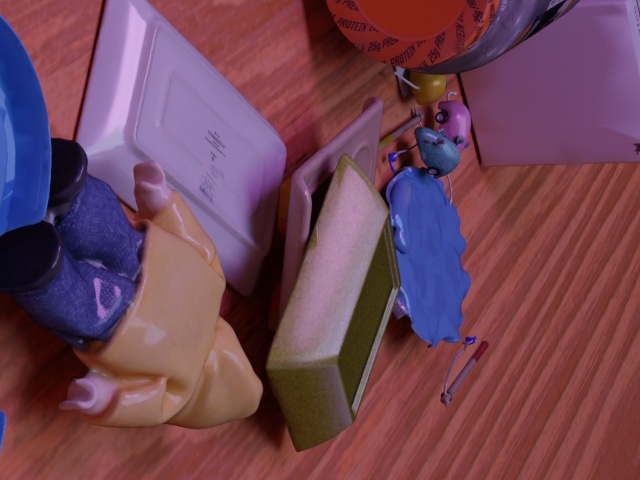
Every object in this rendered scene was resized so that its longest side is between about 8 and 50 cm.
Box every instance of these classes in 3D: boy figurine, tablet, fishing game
[{"bbox_3d":[-0.120,0.038,1.049,0.285,0.092,0.177,49,46,-56],"label":"boy figurine"},{"bbox_3d":[0.080,-0.187,1.584,0.054,0.006,0.083,-61,143,-47],"label":"tablet"},{"bbox_3d":[0.097,0.018,1.582,0.189,0.041,0.264,-45,121,-59],"label":"fishing game"}]

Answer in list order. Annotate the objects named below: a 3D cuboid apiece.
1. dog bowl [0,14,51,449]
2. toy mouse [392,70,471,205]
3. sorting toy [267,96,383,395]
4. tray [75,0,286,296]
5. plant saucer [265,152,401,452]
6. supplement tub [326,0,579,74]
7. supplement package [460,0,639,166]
[{"bbox_3d":[-0.226,0.015,0.840,0.166,0.074,0.297,38,57,-60],"label":"dog bowl"},{"bbox_3d":[0.124,-0.106,1.608,0.161,0.031,0.143,-27,105,-67],"label":"toy mouse"},{"bbox_3d":[0.000,0.000,1.335,0.208,0.038,0.193,-52,152,-59],"label":"sorting toy"},{"bbox_3d":[-0.087,-0.069,1.192,0.270,0.030,0.145,43,53,-58],"label":"tray"},{"bbox_3d":[0.019,0.057,1.289,0.188,0.045,0.188,76,31,-62],"label":"plant saucer"},{"bbox_3d":[0.131,-0.259,1.473,0.316,0.193,0.194,-35,121,-60],"label":"supplement tub"},{"bbox_3d":[0.283,-0.236,1.793,0.263,0.199,0.198,-62,143,-46],"label":"supplement package"}]
